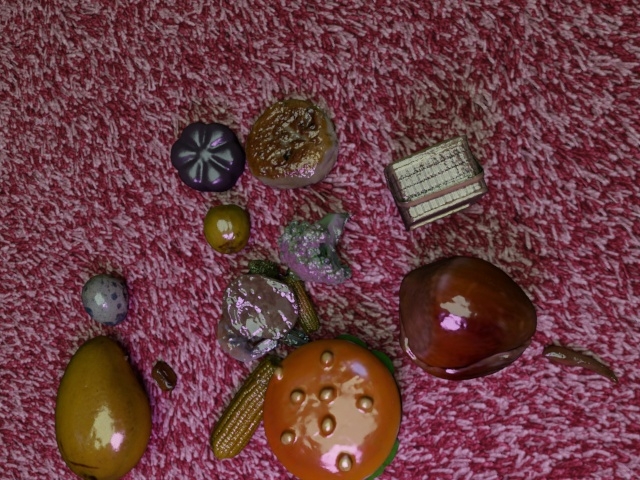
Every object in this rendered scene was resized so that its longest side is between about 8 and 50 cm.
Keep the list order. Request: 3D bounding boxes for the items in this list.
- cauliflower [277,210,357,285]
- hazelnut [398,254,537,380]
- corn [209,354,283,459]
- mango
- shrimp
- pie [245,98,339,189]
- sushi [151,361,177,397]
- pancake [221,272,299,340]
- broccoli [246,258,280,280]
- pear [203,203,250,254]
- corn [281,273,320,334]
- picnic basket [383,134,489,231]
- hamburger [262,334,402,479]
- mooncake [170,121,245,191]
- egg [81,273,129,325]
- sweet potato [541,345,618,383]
[{"bbox_3d":[0.000,0.000,1.340,0.256,0.239,0.315,20,67,49],"label":"cauliflower"},{"bbox_3d":[0.382,0.205,1.181,0.372,0.372,0.315,15,50,11],"label":"hazelnut"},{"bbox_3d":[-0.221,0.520,1.368,0.120,0.120,0.363,35,90,11],"label":"corn"},{"bbox_3d":[-0.695,0.528,1.403,0.301,0.220,0.445,-12,81,12],"label":"mango"},{"bbox_3d":[-0.182,0.309,1.379,0.317,0.062,0.164,12,67,13],"label":"shrimp"},{"bbox_3d":[-0.095,-0.312,1.417,0.315,0.092,0.315,-1,85,12],"label":"pie"},{"bbox_3d":[-0.519,0.459,1.458,0.120,0.052,0.055,45,112,7],"label":"sushi"},{"bbox_3d":[-0.182,0.202,1.332,0.236,0.042,0.222,-16,95,12],"label":"pancake"},{"bbox_3d":[-0.188,0.121,1.395,0.120,0.131,0.130,29,107,49],"label":"broccoli"},{"bbox_3d":[-0.298,-0.039,1.405,0.149,0.149,0.162,-11,80,9],"label":"pear"},{"bbox_3d":[-0.065,0.196,1.385,0.068,0.068,0.207,-28,81,7],"label":"corn"},{"bbox_3d":[0.310,-0.154,1.217,0.228,0.313,0.175,-22,83,9],"label":"picnic basket"},{"bbox_3d":[0.050,0.458,1.204,0.396,0.277,0.395,-3,72,11],"label":"hamburger"},{"bbox_3d":[-0.370,-0.274,1.446,0.245,0.133,0.245,0,89,4],"label":"mooncake"},{"bbox_3d":[-0.714,0.200,1.467,0.141,0.141,0.181,-23,90,8],"label":"egg"},{"bbox_3d":[0.738,0.345,1.242,0.214,0.050,0.050,18,90,8],"label":"sweet potato"}]
